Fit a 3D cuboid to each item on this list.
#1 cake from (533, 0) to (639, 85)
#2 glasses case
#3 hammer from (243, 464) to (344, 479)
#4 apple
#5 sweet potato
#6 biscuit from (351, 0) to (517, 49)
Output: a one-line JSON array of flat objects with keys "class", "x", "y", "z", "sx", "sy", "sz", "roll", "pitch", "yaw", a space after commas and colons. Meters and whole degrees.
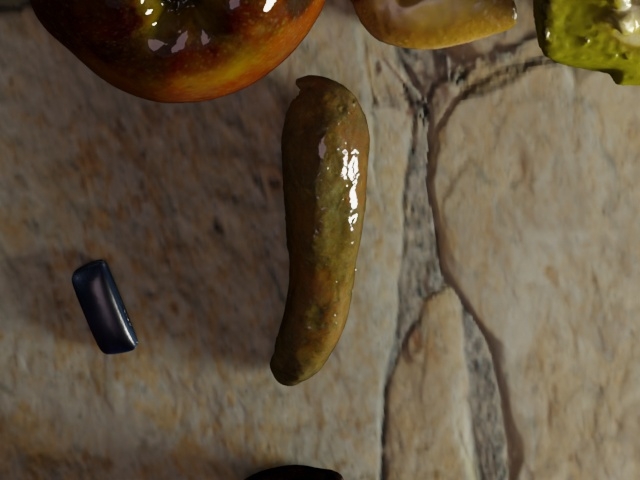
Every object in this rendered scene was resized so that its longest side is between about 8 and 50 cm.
[{"class": "cake", "x": 0.254, "y": -0.239, "z": 1.273, "sx": 0.179, "sy": 0.156, "sz": 0.260, "roll": 6, "pitch": 131, "yaw": 1}, {"class": "glasses case", "x": -0.182, "y": 0.059, "z": 1.466, "sx": 0.033, "sy": 0.023, "sz": 0.083, "roll": -18, "pitch": 106, "yaw": 5}, {"class": "hammer", "x": -0.157, "y": 0.340, "z": 1.533, "sx": 0.409, "sy": 0.095, "sz": 0.242, "roll": -10, "pitch": 107, "yaw": 11}, {"class": "apple", "x": -0.105, "y": -0.203, "z": 1.285, "sx": 0.230, "sy": 0.230, "sz": 0.230, "roll": 1, "pitch": 107, "yaw": 2}, {"class": "sweet potato", "x": 0.000, "y": 0.000, "z": 1.422, "sx": 0.075, "sy": 0.075, "sz": 0.273, "roll": 4, "pitch": 112, "yaw": 1}, {"class": "biscuit", "x": 0.089, "y": -0.292, "z": 1.337, "sx": 0.154, "sy": 0.045, "sz": 0.299, "roll": 6, "pitch": 107, "yaw": 2}]
